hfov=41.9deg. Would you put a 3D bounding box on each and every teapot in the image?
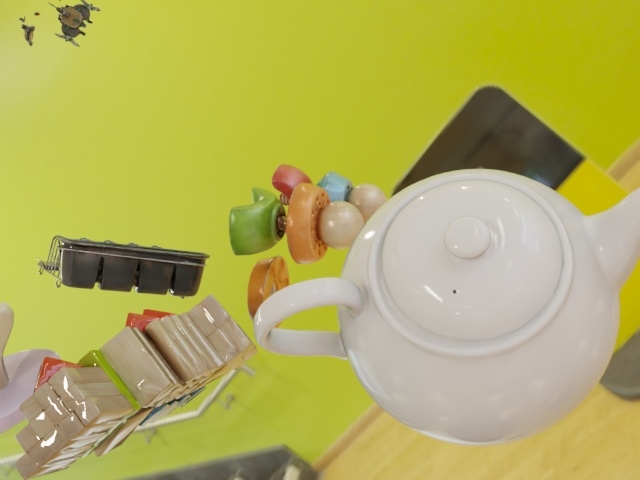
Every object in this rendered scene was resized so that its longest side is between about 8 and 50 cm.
[{"bbox_3d":[0.117,0.038,0.677,0.256,0.252,0.187,-56,-25,-14],"label":"teapot"}]

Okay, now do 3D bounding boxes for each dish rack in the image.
[{"bbox_3d":[-0.304,0.034,1.236,0.271,0.208,0.074,10,91,62],"label":"dish rack"}]

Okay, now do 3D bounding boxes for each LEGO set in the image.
[{"bbox_3d":[-0.268,-0.227,0.866,0.023,0.083,0.054,-141,51,-84],"label":"LEGO set"}]

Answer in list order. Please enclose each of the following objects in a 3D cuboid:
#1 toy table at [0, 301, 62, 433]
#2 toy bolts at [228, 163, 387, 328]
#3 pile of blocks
[{"bbox_3d":[-0.570,0.211,1.331,0.274,0.161,0.252,-31,33,-12],"label":"toy table"},{"bbox_3d":[0.000,0.000,1.127,0.228,0.158,0.218,-59,-32,-56],"label":"toy bolts"},{"bbox_3d":[-0.220,0.151,0.973,0.149,0.113,0.362,-47,-15,28],"label":"pile of blocks"}]
